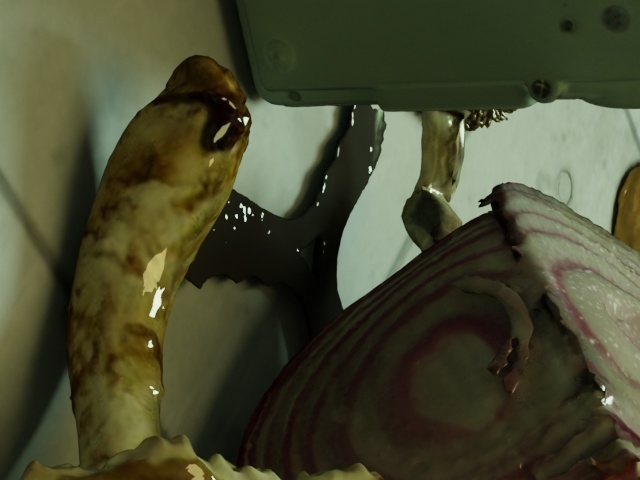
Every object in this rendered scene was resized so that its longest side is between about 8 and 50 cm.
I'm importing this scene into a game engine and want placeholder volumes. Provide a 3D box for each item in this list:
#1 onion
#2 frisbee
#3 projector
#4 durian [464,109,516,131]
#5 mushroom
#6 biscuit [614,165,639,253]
[{"bbox_3d":[0.093,0.125,0.898,0.256,0.230,0.272,36,15,-13],"label":"onion"},{"bbox_3d":[0.000,0.000,0.966,0.211,0.012,0.187,59,43,-38],"label":"frisbee"},{"bbox_3d":[0.072,-0.155,0.850,0.099,0.257,0.192,-39,123,-50],"label":"projector"},{"bbox_3d":[0.091,-0.129,1.057,0.110,0.071,0.140,-36,115,-52],"label":"durian"},{"bbox_3d":[-0.058,0.112,0.759,0.208,0.233,0.301,37,33,-12],"label":"mushroom"},{"bbox_3d":[0.288,0.079,1.385,0.216,0.047,0.339,-61,138,-39],"label":"biscuit"}]
